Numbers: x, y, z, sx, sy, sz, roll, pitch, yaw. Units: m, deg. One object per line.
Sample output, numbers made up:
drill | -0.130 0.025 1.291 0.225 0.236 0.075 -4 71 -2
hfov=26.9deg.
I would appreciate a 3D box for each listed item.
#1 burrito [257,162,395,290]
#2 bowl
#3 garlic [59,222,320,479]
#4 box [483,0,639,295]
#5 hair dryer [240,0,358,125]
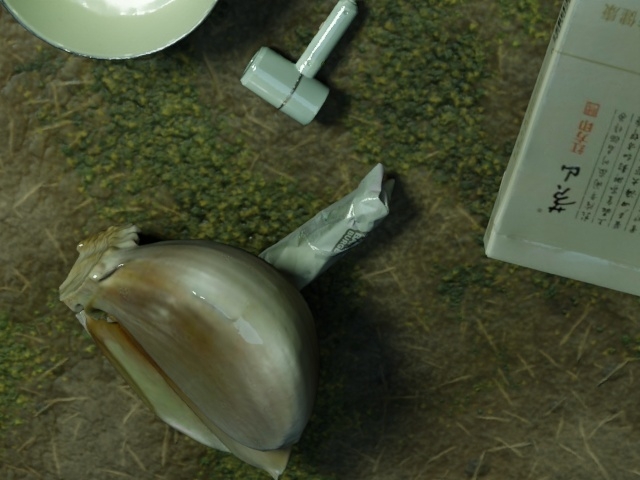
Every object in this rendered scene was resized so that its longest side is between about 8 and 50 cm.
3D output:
burrito | 0.001 0.000 1.403 0.203 0.064 0.064 -38 107 20
bowl | -0.191 -0.295 1.242 0.238 0.126 0.237 1 114 3
garlic | -0.116 0.102 1.385 0.325 0.132 0.279 40 151 -10
box | 0.312 -0.124 1.332 0.205 0.051 0.365 14 115 -4
hair dryer | -0.010 -0.190 1.328 0.082 0.047 0.137 34 107 -11
